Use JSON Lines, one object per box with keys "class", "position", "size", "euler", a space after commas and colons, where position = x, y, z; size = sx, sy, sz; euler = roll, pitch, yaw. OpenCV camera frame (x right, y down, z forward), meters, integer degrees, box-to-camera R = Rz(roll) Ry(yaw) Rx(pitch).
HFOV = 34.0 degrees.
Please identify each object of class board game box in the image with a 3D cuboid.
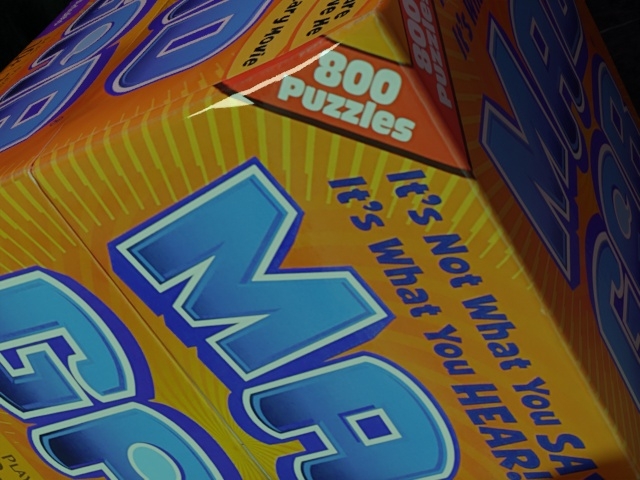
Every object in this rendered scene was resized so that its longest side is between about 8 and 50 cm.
{"class": "board game box", "position": [0.000, 0.000, 0.664], "size": [0.356, 0.356, 0.356], "euler": [-19, 29, 28]}
